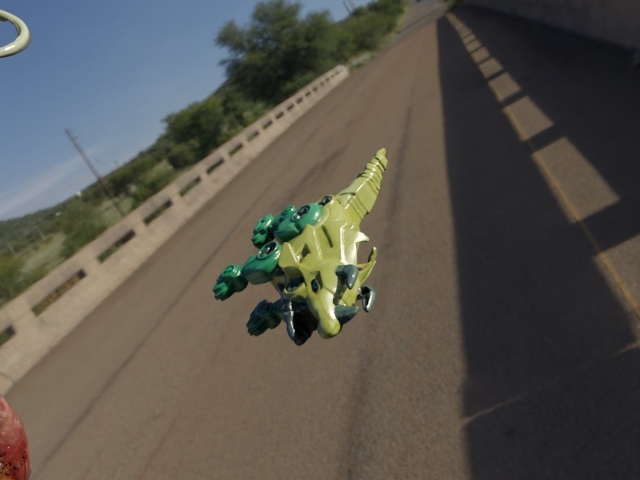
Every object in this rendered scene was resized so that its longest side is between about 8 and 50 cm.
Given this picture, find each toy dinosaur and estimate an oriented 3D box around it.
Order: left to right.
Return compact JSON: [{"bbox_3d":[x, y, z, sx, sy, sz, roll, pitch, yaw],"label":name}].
[{"bbox_3d":[0.000,0.000,0.698,0.153,0.094,0.259,-14,37,33],"label":"toy dinosaur"}]

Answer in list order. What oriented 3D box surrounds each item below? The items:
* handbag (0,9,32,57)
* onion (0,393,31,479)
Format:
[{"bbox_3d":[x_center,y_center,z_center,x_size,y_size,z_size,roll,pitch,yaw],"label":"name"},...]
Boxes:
[{"bbox_3d":[-0.443,-0.185,0.683,0.315,0.241,0.109,-3,-41,-32],"label":"handbag"},{"bbox_3d":[-0.386,0.232,0.661,0.252,0.252,0.219,-37,38,-28],"label":"onion"}]
